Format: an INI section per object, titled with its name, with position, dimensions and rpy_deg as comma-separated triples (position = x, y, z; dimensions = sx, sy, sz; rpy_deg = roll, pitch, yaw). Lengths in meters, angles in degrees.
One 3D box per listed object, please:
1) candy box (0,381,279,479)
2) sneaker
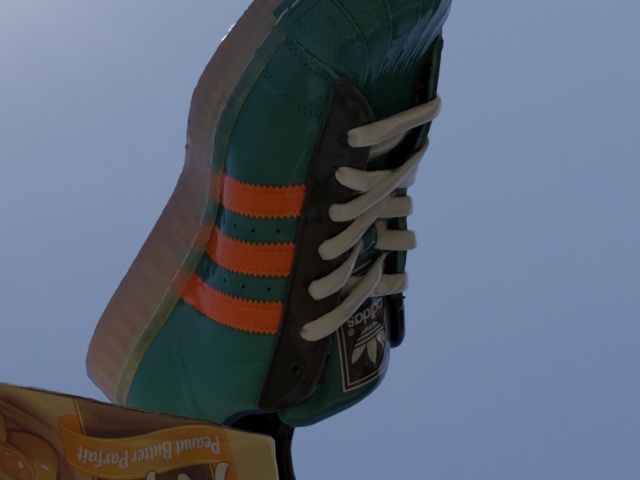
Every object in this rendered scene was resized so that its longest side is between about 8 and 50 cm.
[candy box]
position = -0.176, 0.155, 0.738
dimensions = 0.183, 0.316, 0.087
rpy_deg = 15, -126, -34
[sneaker]
position = 0.000, 0.000, 0.823
dimensions = 0.108, 0.302, 0.121
rpy_deg = -24, -118, -43
